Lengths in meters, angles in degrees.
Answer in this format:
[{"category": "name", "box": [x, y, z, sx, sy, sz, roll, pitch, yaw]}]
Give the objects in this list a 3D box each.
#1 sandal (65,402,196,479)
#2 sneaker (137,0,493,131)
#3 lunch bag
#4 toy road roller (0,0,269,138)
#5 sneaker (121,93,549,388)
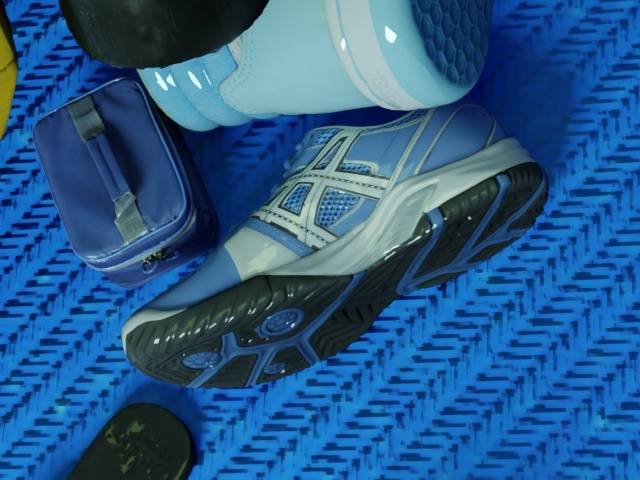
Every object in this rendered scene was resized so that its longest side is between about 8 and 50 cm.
[{"category": "sandal", "box": [-0.126, 0.153, 0.819, 0.067, 0.040, 0.179, 30, 84, 22]}, {"category": "sneaker", "box": [-0.021, -0.193, 0.856, 0.208, 0.127, 0.319, -11, 54, 29]}, {"category": "lunch bag", "box": [-0.097, -0.026, 0.852, 0.067, 0.065, 0.098, -28, 67, 6]}, {"category": "toy road roller", "box": [-0.191, -0.174, 0.727, 0.329, 0.202, 0.241, -23, 42, -4]}, {"category": "sneaker", "box": [0.000, 0.000, 0.817, 0.211, 0.080, 0.081, -27, 61, -4]}]
